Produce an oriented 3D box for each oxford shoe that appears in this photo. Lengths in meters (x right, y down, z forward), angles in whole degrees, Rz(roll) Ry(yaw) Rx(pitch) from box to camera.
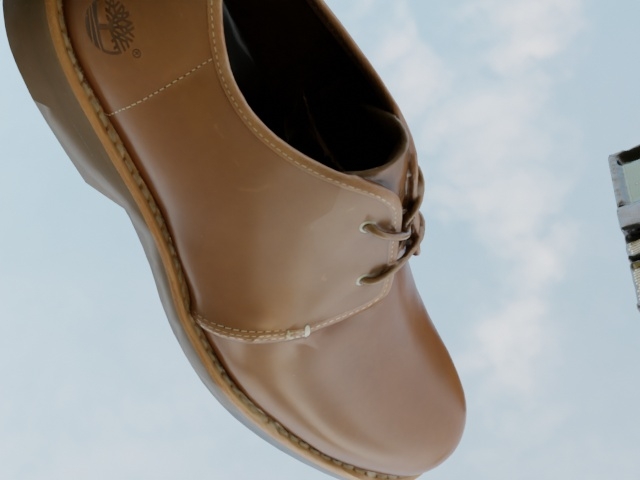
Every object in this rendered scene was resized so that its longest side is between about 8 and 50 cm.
[{"bbox_3d":[0.000,0.000,0.368,0.076,0.212,0.076,-3,-134,35],"label":"oxford shoe"}]

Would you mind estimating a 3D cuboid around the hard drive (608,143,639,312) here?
[{"bbox_3d":[0.313,-0.033,0.629,0.339,0.064,0.237,-18,-162,14],"label":"hard drive"}]
